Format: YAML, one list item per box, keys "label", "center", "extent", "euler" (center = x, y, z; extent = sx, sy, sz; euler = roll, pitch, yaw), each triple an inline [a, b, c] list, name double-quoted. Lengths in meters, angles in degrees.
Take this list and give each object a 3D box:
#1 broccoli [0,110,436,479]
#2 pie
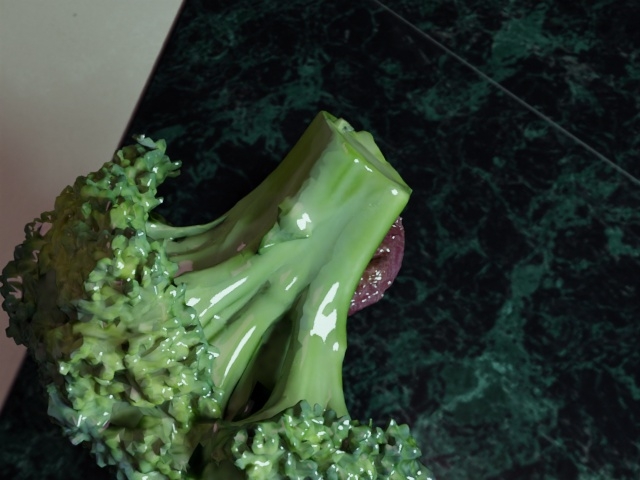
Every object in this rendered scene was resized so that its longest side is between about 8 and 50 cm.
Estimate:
- label: "broccoli"
  center: [-0.077, 0.061, 0.916]
  extent: [0.249, 0.302, 0.375]
  euler: [-9, 44, -43]
- label: "pie"
  center: [0.000, 0.000, 1.117]
  extent: [0.154, 0.036, 0.154]
  euler: [-2, 59, 3]
